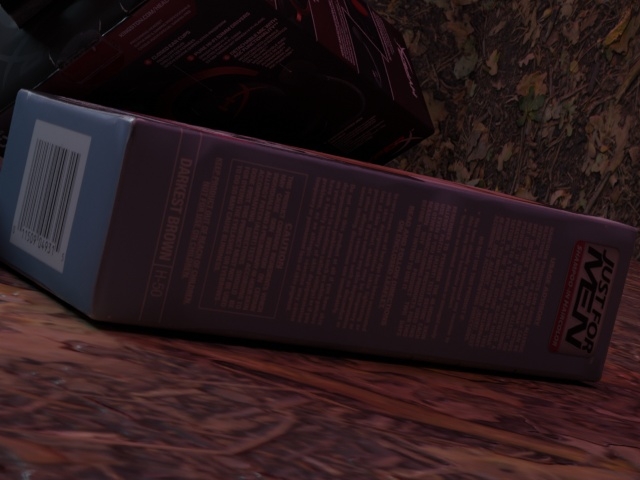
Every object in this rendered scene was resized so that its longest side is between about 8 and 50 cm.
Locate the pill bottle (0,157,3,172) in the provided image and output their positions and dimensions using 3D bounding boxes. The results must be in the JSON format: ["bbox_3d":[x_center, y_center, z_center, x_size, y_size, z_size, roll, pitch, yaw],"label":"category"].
[{"bbox_3d":[-0.355,-0.103,0.957,0.229,0.131,0.131,14,5,11],"label":"pill bottle"}]

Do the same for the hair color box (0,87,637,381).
[{"bbox_3d":[0.000,0.000,0.835,0.374,0.114,0.185,11,5,-33],"label":"hair color box"}]

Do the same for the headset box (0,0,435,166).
[{"bbox_3d":[-0.093,-0.119,0.909,0.218,0.110,0.293,-32,-37,24],"label":"headset box"}]
